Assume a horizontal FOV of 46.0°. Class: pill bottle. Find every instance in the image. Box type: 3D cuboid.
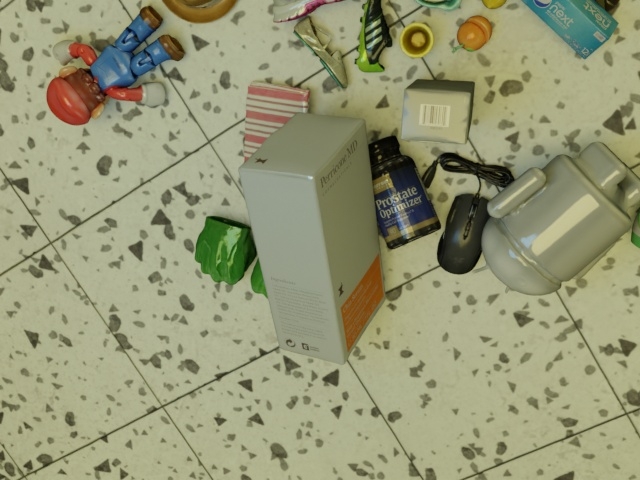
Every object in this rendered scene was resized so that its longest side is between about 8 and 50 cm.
[{"bbox_3d":[0.157,-0.101,1.578,0.123,0.123,0.219,-24,87,18],"label":"pill bottle"}]

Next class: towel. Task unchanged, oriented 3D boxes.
[{"bbox_3d":[-0.095,-0.240,1.640,0.144,0.029,0.196,13,112,19],"label":"towel"}]

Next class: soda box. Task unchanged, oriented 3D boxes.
[{"bbox_3d":[0.460,-0.449,1.433,0.210,0.071,0.067,43,143,-3],"label":"soda box"}]

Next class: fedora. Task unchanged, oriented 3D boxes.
[{"bbox_3d":[-0.262,-0.544,1.566,0.195,0.079,0.194,4,107,12],"label":"fedora"}]

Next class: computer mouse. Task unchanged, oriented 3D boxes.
[{"bbox_3d":[0.284,-0.055,1.608,0.184,0.060,0.261,22,110,4],"label":"computer mouse"}]

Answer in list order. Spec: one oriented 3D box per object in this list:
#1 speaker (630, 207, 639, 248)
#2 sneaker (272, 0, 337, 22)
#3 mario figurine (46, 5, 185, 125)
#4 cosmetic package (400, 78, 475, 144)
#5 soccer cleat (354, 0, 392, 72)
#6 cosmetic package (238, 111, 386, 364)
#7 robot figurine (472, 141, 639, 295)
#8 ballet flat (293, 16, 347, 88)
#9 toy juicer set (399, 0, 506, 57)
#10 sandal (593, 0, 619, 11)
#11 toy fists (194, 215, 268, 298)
[{"bbox_3d":[0.715,-0.113,1.463,0.131,0.131,0.296,19,110,6],"label":"speaker"},{"bbox_3d":[0.004,-0.524,1.503,0.252,0.103,0.111,-16,104,16],"label":"sneaker"},{"bbox_3d":[-0.460,-0.374,1.662,0.321,0.170,0.198,-33,61,9],"label":"mario figurine"},{"bbox_3d":[0.232,-0.256,1.466,0.127,0.238,0.107,6,105,13],"label":"cosmetic package"},{"bbox_3d":[0.114,-0.431,1.536,0.072,0.060,0.178,7,115,0],"label":"soccer cleat"},{"bbox_3d":[0.000,0.000,1.512,0.162,0.230,0.453,10,130,26],"label":"cosmetic package"},{"bbox_3d":[0.467,-0.029,1.502,0.300,0.199,0.353,35,112,-26],"label":"robot figurine"},{"bbox_3d":[0.012,-0.393,1.568,0.052,0.057,0.168,-41,95,10],"label":"ballet flat"},{"bbox_3d":[0.264,-0.519,1.456,0.209,0.089,0.328,4,107,11],"label":"toy juicer set"},{"bbox_3d":[0.572,-0.531,1.407,0.090,0.060,0.219,28,125,9],"label":"sandal"},{"bbox_3d":[-0.153,0.045,1.716,0.279,0.096,0.142,17,99,8],"label":"toy fists"}]
